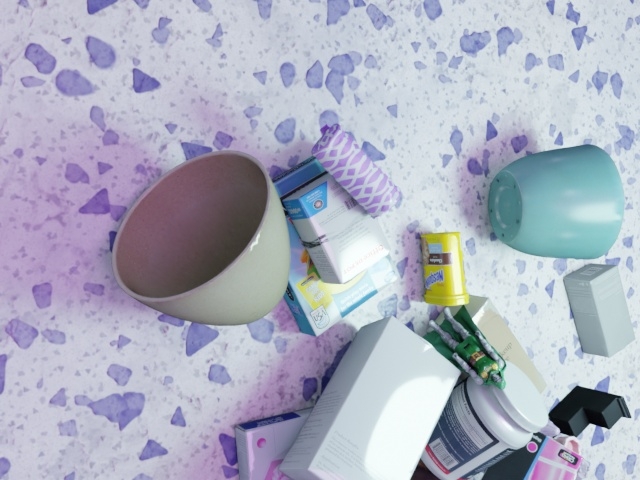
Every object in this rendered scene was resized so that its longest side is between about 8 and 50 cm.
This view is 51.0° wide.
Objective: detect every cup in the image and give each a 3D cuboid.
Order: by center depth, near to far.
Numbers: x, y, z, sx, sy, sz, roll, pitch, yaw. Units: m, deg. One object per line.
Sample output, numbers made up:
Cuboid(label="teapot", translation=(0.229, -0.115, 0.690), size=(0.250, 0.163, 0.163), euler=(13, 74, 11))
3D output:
Cuboid(label="cup", translation=(-0.185, 0.030, 1.272), size=(0.331, 0.331, 0.237), euler=(-55, 138, -17))

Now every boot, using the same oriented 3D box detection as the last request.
Cuboid(label="boot", translation=(0.259, 0.583, 1.644), size=(0.219, 0.082, 0.106), euler=(38, 95, -28))

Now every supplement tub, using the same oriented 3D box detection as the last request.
Cuboid(label="supplement tub", translation=(0.363, 0.420, 1.552), size=(0.191, 0.272, 0.191), euler=(34, 30, -23))

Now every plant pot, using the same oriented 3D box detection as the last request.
Cuboid(label="plant pot", translation=(0.565, -0.089, 1.683), size=(0.234, 0.293, 0.293), euler=(-4, 93, -12))

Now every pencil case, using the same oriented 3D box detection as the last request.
Cuboid(label="pencil case", translation=(0.073, -0.138, 1.332), size=(0.206, 0.086, 0.088), euler=(45, 34, -22))

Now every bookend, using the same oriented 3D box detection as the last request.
Cuboid(label="bookend", translation=(0.731, 0.485, 1.840), size=(0.156, 0.157, 0.072), euler=(-34, 105, -25))

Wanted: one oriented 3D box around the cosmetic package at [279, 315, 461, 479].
Cuboid(label="cosmetic package", translation=(0.111, 0.377, 1.426), size=(0.217, 0.156, 0.385), euler=(41, 58, -9))

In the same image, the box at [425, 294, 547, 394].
Cuboid(label="box", translation=(0.418, 0.295, 1.686), size=(0.148, 0.121, 0.311), euler=(-45, 111, -20))

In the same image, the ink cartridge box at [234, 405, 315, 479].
Cuboid(label="ink cartridge box", translation=(-0.016, 0.537, 1.482), size=(0.323, 0.071, 0.331), euler=(-7, 92, -29))

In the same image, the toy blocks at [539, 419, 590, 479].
Cuboid(label="toy blocks", translation=(0.588, 0.624, 1.685), size=(0.309, 0.260, 0.289), euler=(38, 66, -22))

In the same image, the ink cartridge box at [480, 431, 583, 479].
Cuboid(label="ink cartridge box", translation=(0.444, 0.619, 1.561), size=(0.371, 0.175, 0.069), euler=(-58, 156, -10))

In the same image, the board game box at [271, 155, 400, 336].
Cuboid(label="board game box", translation=(0.000, 0.000, 1.479), size=(0.253, 0.079, 0.336), euler=(-33, 106, -25))

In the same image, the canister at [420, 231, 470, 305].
Cuboid(label="canister", translation=(0.296, 0.066, 1.616), size=(0.073, 0.126, 0.170), euler=(-6, 91, -20))

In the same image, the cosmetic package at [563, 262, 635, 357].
Cuboid(label="cosmetic package", translation=(0.793, 0.197, 1.905), size=(0.127, 0.107, 0.238), euler=(-22, 103, -27))

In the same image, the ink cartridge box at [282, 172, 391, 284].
Cuboid(label="ink cartridge box", translation=(0.035, -0.029, 1.402), size=(0.148, 0.085, 0.203), euler=(-32, 105, -27))

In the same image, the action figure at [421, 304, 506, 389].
Cuboid(label="action figure", translation=(0.334, 0.246, 1.494), size=(0.137, 0.232, 0.063), euler=(-41, 136, -1))
